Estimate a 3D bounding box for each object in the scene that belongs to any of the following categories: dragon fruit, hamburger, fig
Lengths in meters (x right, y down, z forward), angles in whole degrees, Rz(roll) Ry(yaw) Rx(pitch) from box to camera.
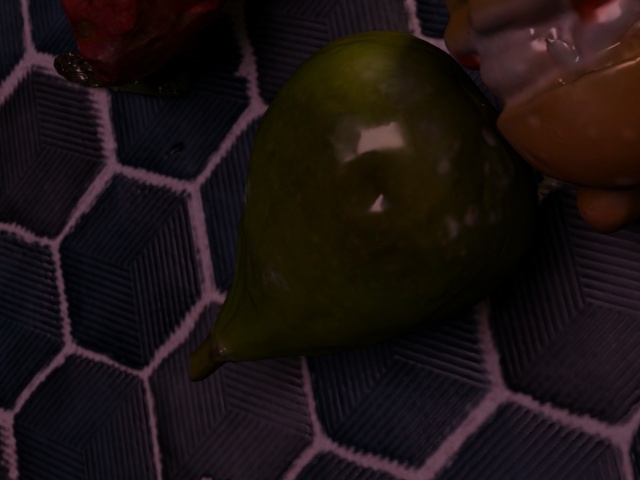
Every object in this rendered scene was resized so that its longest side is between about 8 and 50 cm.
[{"bbox_3d":[-0.118,-0.228,1.135,0.211,0.134,0.262,-20,27,9],"label":"dragon fruit"},{"bbox_3d":[0.228,-0.139,0.848,0.276,0.276,0.237,-21,88,26],"label":"hamburger"},{"bbox_3d":[0.009,-0.029,0.976,0.314,0.233,0.233,-14,74,33],"label":"fig"}]

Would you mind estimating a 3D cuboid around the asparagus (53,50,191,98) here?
[{"bbox_3d":[-0.195,-0.160,1.232,0.165,0.030,0.036,14,112,30],"label":"asparagus"}]
